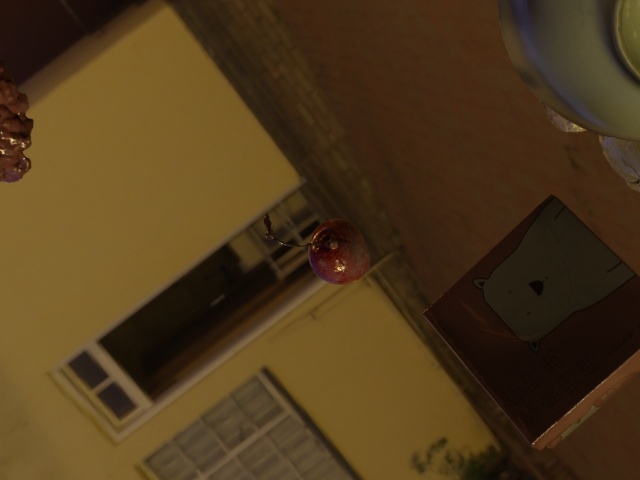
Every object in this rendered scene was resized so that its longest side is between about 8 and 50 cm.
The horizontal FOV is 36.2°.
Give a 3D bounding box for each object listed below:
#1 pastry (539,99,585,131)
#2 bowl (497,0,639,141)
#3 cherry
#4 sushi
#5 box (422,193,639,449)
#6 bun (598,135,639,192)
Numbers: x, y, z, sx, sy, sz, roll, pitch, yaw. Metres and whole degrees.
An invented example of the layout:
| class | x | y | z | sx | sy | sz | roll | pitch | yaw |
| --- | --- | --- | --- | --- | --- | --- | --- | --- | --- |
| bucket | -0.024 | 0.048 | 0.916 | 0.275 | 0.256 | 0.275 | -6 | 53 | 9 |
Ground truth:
| class | x | y | z | sx | sy | sz | roll | pitch | yaw |
| --- | --- | --- | --- | --- | --- | --- | --- | --- | --- |
| pastry | 0.436 | -0.296 | 1.796 | 0.258 | 0.089 | 0.121 | 58 | -177 | -35 |
| bowl | 0.371 | -0.254 | 1.022 | 0.354 | 0.353 | 0.185 | 53 | -164 | -16 |
| cherry | 0.000 | 0.000 | 1.560 | 0.090 | 0.107 | 0.225 | -3 | 152 | 46 |
| sushi | -0.564 | -0.163 | 1.457 | 0.170 | 0.270 | 0.237 | -18 | -68 | -55 |
| box | 0.267 | 0.097 | 1.122 | 0.215 | 0.215 | 0.086 | 51 | -171 | 33 |
| bun | 0.530 | -0.138 | 1.407 | 0.259 | 0.259 | 0.160 | 54 | -150 | -68 |
